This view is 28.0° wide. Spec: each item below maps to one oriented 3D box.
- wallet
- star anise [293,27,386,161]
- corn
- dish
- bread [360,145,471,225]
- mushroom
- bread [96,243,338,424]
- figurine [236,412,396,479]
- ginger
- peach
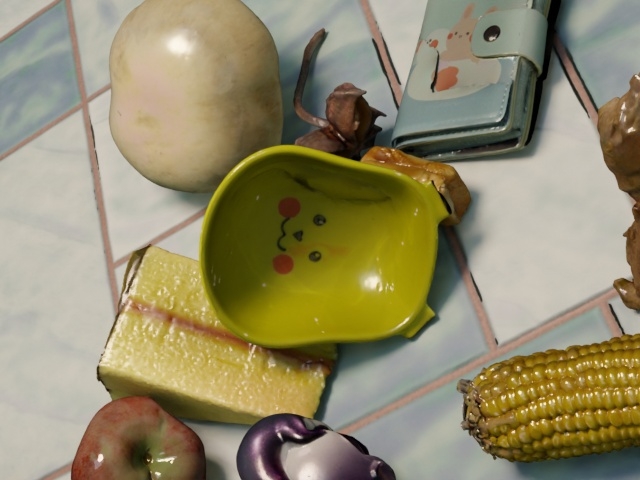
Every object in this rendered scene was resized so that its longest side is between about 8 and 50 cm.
[{"bbox_3d":[0.181,-0.215,1.479,0.176,0.075,0.250,-5,61,40],"label":"wallet"},{"bbox_3d":[-0.006,-0.184,1.550,0.218,0.148,0.227,-23,50,-35],"label":"star anise"},{"bbox_3d":[0.275,0.140,1.180,0.317,0.115,0.115,-15,57,27],"label":"corn"},{"bbox_3d":[0.000,0.000,1.399,0.108,0.262,0.221,-106,21,-74],"label":"dish"},{"bbox_3d":[0.105,-0.062,1.440,0.132,0.074,0.053,25,69,39],"label":"bread"},{"bbox_3d":[-0.141,-0.193,1.614,0.260,0.254,0.234,-33,3,39],"label":"mushroom"},{"bbox_3d":[-0.113,0.137,1.496,0.264,0.163,0.168,18,68,7],"label":"bread"},{"bbox_3d":[0.002,0.266,1.279,0.145,0.145,0.222,-41,50,7],"label":"figurine"},{"bbox_3d":[0.316,-0.054,1.184,0.084,0.290,0.122,-22,27,-32],"label":"ginger"},{"bbox_3d":[-0.204,0.256,1.421,0.152,0.152,0.152,-17,56,26],"label":"peach"}]
